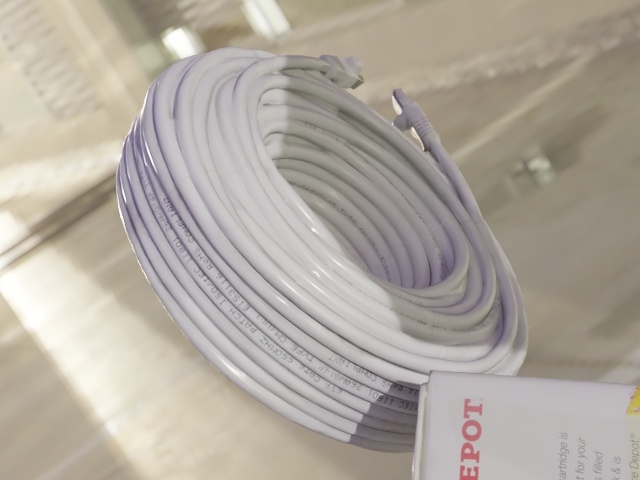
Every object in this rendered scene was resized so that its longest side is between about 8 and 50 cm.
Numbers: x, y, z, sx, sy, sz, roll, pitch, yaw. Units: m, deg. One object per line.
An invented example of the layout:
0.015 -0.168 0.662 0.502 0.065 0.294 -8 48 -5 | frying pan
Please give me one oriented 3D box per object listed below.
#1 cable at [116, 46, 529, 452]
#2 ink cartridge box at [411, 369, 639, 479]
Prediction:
0.000 0.000 1.063 0.257 0.257 0.089 8 -48 -49 | cable
0.146 0.153 0.906 0.212 0.093 0.154 4 60 3 | ink cartridge box
